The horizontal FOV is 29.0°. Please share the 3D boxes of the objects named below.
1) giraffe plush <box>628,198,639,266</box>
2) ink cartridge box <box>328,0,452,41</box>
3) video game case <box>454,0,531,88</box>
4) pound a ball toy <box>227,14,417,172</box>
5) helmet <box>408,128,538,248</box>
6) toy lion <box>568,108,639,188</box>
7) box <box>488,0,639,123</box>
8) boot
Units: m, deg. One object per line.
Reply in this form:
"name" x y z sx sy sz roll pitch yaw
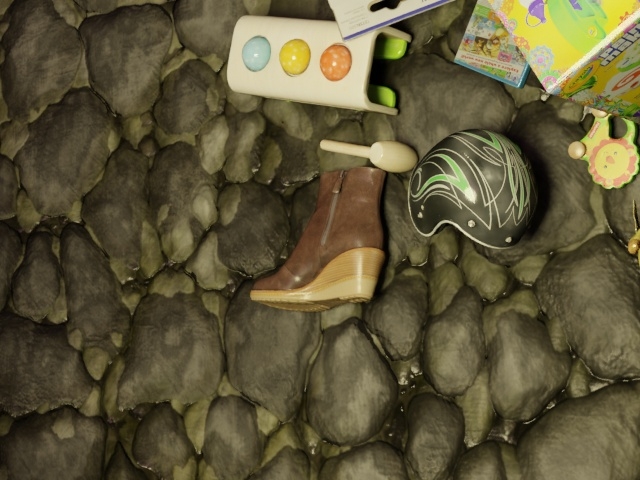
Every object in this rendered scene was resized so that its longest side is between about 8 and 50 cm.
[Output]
"giraffe plush" 0.475 0.041 1.476 0.170 0.181 0.210 -9 98 25
"ink cartridge box" 0.067 -0.473 1.845 0.176 0.069 0.371 -20 69 8
"video game case" 0.268 -0.312 1.752 0.119 0.015 0.166 29 104 35
"pound a ball toy" 0.001 -0.230 1.878 0.319 0.136 0.208 13 94 38
"helmet" 0.215 -0.068 1.682 0.161 0.169 0.169 -12 78 53
"toy lion" 0.386 -0.122 1.638 0.096 0.034 0.100 35 107 27
"box" 0.402 -0.309 1.480 0.290 0.279 0.177 -40 64 28
"boot" 0.000 0.000 1.911 0.248 0.090 0.207 -9 69 38
